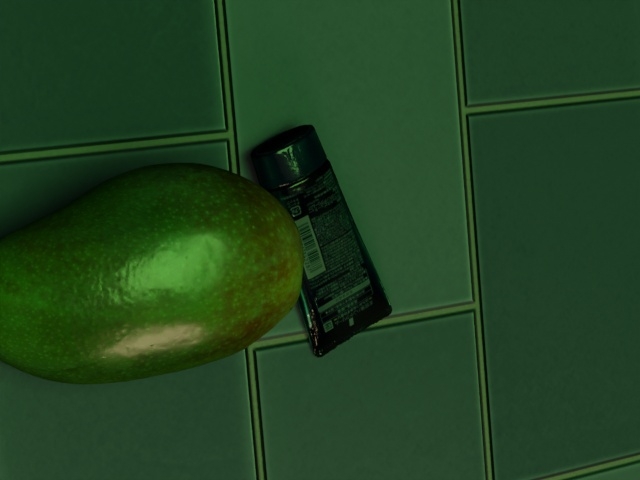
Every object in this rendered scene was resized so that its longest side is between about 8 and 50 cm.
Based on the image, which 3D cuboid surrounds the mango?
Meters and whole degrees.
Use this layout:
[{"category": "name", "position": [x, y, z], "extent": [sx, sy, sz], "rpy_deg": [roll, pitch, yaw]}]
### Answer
[{"category": "mango", "position": [-0.197, 0.035, 1.705], "extent": [0.382, 0.201, 0.225], "rpy_deg": [-9, 120, -20]}]

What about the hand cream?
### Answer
[{"category": "hand cream", "position": [0.000, 0.000, 1.903], "extent": [0.120, 0.061, 0.270], "rpy_deg": [-31, 113, -24]}]
